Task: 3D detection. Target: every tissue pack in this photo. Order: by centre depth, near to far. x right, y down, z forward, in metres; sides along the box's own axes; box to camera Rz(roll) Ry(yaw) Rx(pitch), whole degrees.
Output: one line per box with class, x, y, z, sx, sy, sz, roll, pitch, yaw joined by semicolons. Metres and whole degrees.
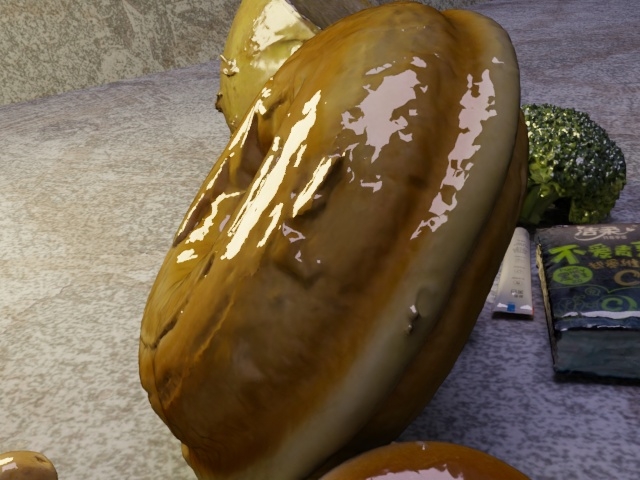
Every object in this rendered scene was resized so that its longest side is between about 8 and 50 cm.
tissue pack;0.327;0.058;0.776;0.173;0.073;0.235;-1;26;11

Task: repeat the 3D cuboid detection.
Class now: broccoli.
broccoli;0.317;-0.104;1.013;0.226;0.198;0.176;-18;42;57

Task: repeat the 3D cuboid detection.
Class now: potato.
potato;-0.268;0.209;0.621;0.083;0.068;0.062;-2;62;43
potato;-0.004;-0.281;1.348;0.385;0.319;0.442;43;30;6

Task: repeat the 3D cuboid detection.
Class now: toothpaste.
toothpaste;0.243;0.037;0.893;0.048;0.031;0.190;5;31;16

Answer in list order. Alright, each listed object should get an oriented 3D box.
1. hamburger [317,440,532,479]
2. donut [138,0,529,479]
hamburger;0.067;0.222;0.414;0.237;0.147;0.237;-3;33;2
donut;0.000;0.000;0.616;0.198;0.449;0.449;30;18;-19
